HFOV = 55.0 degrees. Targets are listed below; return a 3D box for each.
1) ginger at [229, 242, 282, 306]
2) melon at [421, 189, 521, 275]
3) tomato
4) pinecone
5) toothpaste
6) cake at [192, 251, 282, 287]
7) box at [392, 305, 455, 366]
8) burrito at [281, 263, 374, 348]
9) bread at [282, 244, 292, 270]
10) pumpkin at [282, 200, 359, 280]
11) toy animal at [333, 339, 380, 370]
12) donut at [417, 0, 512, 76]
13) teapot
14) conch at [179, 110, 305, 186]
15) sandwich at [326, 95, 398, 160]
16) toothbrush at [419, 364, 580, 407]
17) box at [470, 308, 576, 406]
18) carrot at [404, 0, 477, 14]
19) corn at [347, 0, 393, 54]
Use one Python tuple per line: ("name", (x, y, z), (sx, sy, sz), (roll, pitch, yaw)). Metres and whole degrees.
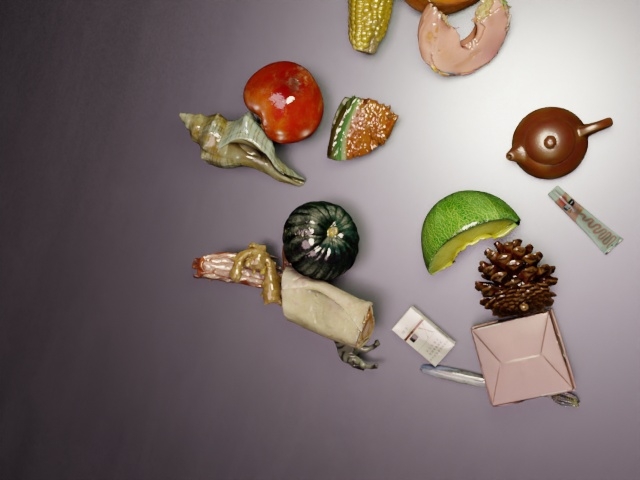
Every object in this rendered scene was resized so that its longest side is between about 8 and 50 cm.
("ginger", (-0.165, 0.097, 1.770), (0.194, 0.052, 0.176), (5, 91, -9))
("melon", (0.340, -0.055, 1.556), (0.265, 0.129, 0.169), (-34, 52, 18))
("tomato", (-0.090, -0.390, 1.653), (0.200, 0.139, 0.233), (-38, 85, -21))
("pinecone", (0.482, 0.091, 1.527), (0.208, 0.208, 0.207), (2, 96, 19))
("toothpaste", (0.653, -0.054, 1.528), (0.205, 0.036, 0.056), (44, 106, 6))
("cake", (-0.248, 0.087, 1.819), (0.288, 0.135, 0.098), (2, 82, 9))
("box", (0.283, 0.260, 1.685), (0.154, 0.040, 0.084), (40, 108, 10))
("burrito", (0.007, 0.184, 1.683), (0.299, 0.105, 0.143), (22, 95, 28))
("bread", (-0.062, 0.055, 1.784), (0.095, 0.035, 0.090), (0, 96, 20))
("pumpkin", (0.000, 0.000, 1.667), (0.220, 0.221, 0.162), (59, 148, 5))
("toy animal", (0.064, 0.275, 1.749), (0.176, 0.073, 0.216), (-18, 94, 26))
("donut", (0.347, -0.507, 1.516), (0.233, 0.085, 0.199), (-11, 134, -5))
("teapot", (0.573, -0.241, 1.482), (0.252, 0.135, 0.178), (-19, 93, 21))
("conch", (-0.215, -0.282, 1.739), (0.387, 0.203, 0.169), (13, 74, -7))
("sandwich", (0.108, -0.292, 1.660), (0.160, 0.109, 0.184), (18, 100, -4))
("toothbrush", (0.469, 0.384, 1.637), (0.414, 0.042, 0.035), (9, 99, 20))
("box", (0.512, 0.301, 1.564), (0.215, 0.086, 0.215), (-17, 79, 19))
("carrot", (0.327, -0.700, 1.503), (0.307, 0.100, 0.258), (-27, 104, 4))
("corn", (0.136, -0.663, 1.594), (0.130, 0.130, 0.346), (9, 102, 18))
